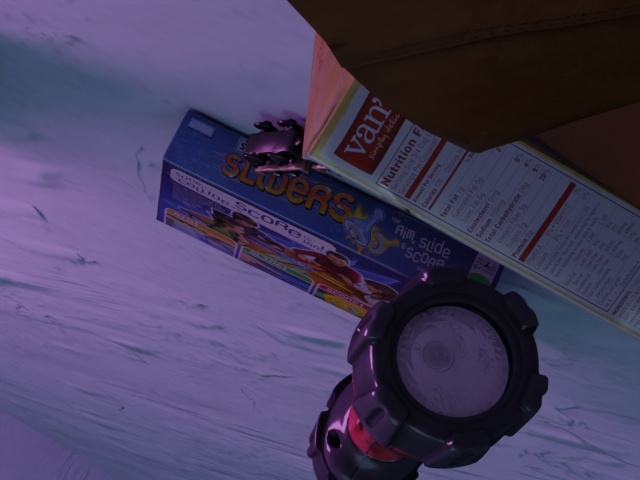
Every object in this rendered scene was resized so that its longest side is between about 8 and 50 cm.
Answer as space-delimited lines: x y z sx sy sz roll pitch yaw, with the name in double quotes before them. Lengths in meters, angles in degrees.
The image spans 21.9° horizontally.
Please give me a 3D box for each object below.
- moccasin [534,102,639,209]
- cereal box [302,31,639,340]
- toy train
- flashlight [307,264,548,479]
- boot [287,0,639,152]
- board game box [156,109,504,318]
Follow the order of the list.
"moccasin" 0.217 -0.014 0.429 0.380 0.139 0.147 40 157 18
"cereal box" 0.107 -0.017 0.604 0.240 0.047 0.173 28 -160 -9
"toy train" 0.013 -0.047 0.848 0.036 0.027 0.158 24 167 -35
"flashlight" 0.047 0.103 0.977 0.103 0.103 0.304 -7 163 -12
"boot" 0.100 -0.107 0.278 0.280 0.096 0.264 -7 162 25
"board game box" 0.000 0.000 0.992 0.201 0.035 0.136 26 164 -1
